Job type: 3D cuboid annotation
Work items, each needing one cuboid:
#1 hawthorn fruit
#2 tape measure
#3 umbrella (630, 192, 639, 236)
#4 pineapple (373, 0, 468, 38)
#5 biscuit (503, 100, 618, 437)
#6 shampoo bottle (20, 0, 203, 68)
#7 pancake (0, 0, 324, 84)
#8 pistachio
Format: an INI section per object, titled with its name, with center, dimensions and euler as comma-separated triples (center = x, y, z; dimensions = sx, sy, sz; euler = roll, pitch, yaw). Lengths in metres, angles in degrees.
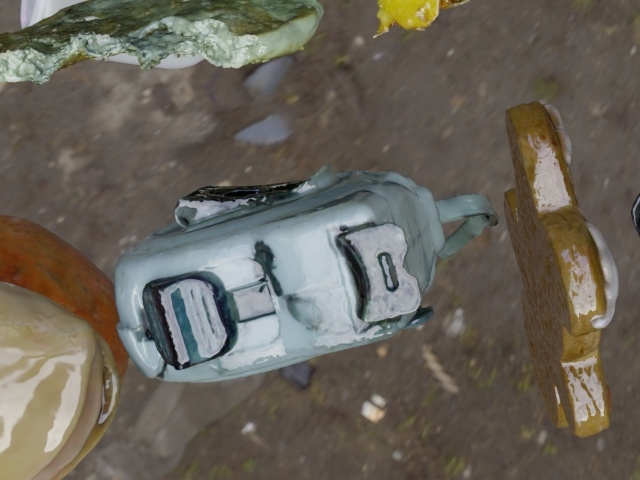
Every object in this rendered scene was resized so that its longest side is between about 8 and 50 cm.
[hawthorn fruit]
center = -0.349, 0.113, 1.861
dimensions = 0.277, 0.298, 0.277
euler = 0, 87, -1
[tape measure]
center = 0.001, -0.001, 0.862
dimensions = 0.164, 0.330, 0.084
euler = -9, 97, 11
[umbrella]
center = 0.387, -0.057, 1.753
dimensions = 0.118, 0.340, 0.118
euler = 6, 112, 16
[pineapple]
center = 0.155, -0.300, 1.552
dimensions = 0.164, 0.140, 0.250
euler = 12, 108, 28
[biscuit]
center = 0.244, 0.051, 1.717
dimensions = 0.064, 0.432, 0.283
euler = -14, 58, 0
[shampoo bottle]
center = -0.125, -0.191, 1.382
dimensions = 0.221, 0.051, 0.108
euler = 6, 103, -29
[pancake]
center = -0.062, -0.085, 0.677
dimensions = 0.129, 0.116, 0.022
euler = 2, 113, 23
[pistachio]
center = -0.279, 0.118, 1.148
dimensions = 0.293, 0.162, 0.181
euler = -18, 78, -4
